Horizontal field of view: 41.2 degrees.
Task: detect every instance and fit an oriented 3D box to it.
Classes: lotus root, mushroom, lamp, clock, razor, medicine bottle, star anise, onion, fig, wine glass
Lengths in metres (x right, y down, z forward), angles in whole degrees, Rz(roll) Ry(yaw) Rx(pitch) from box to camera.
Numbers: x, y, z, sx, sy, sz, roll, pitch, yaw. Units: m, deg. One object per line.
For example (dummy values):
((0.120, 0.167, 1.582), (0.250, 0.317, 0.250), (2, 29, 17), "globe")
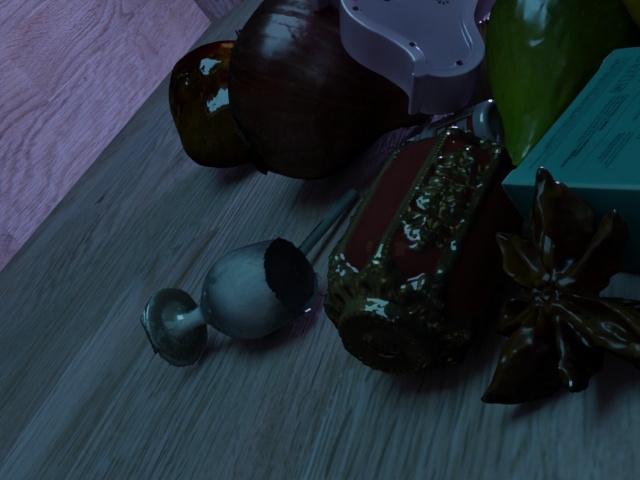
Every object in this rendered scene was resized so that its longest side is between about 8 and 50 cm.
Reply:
((0.225, -0.255, 1.249), (0.159, 0.135, 0.095), (-34, 19, -20), "lotus root")
((-0.166, -0.288, 1.839), (0.345, 0.260, 0.346), (-11, 51, 15), "mushroom")
((0.112, 0.006, 0.880), (0.177, 0.177, 0.274), (-15, 36, 46), "lamp")
((0.171, -0.314, 1.155), (0.290, 0.080, 0.275), (-25, 61, -15), "clock")
((-0.004, -0.006, 1.241), (0.084, 0.036, 0.211), (-9, 39, 48), "razor")
((0.180, -0.126, 1.114), (0.140, 0.079, 0.079), (-17, 32, 42), "medicine bottle")
((0.206, 0.053, 0.716), (0.196, 0.111, 0.212), (-49, 47, 31), "star anise")
((-0.007, -0.262, 1.369), (0.353, 0.354, 0.354), (-33, 24, 17), "onion")
((0.274, -0.188, 0.987), (0.206, 0.206, 0.275), (-10, 52, 51), "fig")
((-0.122, 0.084, 1.151), (0.241, 0.126, 0.126), (-23, 28, 35), "wine glass")

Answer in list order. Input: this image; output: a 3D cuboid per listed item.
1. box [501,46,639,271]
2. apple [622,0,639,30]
((0.336, -0.073, 0.728), (0.205, 0.118, 0.311), (-50, 24, -16), "box")
((0.430, -0.292, 0.823), (0.286, 0.233, 0.286), (-32, 33, 23), "apple")
